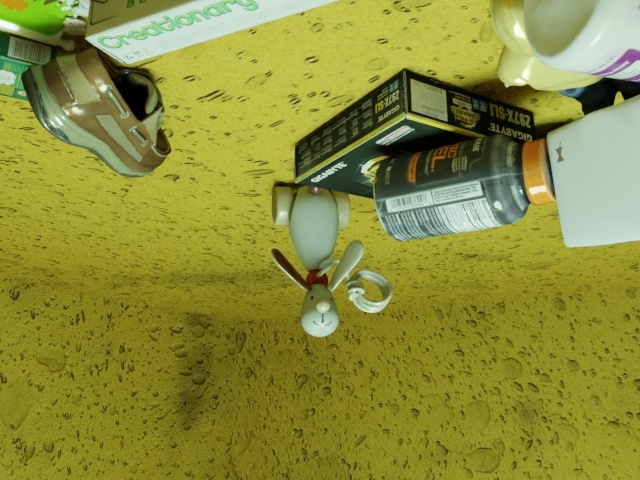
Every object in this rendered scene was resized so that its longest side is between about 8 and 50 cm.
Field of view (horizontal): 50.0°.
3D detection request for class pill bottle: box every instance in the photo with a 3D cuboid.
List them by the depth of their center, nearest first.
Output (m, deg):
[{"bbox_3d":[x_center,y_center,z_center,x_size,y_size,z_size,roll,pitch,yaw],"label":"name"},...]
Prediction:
[{"bbox_3d":[0.361,-0.225,0.632,0.302,0.169,0.169,5,165,-12],"label":"pill bottle"},{"bbox_3d":[0.211,-0.078,0.988,0.246,0.130,0.130,-10,162,32],"label":"pill bottle"}]

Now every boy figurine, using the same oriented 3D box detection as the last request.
[{"bbox_3d":[0.280,-0.223,0.800,0.285,0.092,0.177,15,160,-40],"label":"boy figurine"}]

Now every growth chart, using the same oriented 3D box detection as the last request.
[{"bbox_3d":[-0.326,-0.283,0.761,0.172,0.021,0.237,8,165,-28],"label":"growth chart"}]

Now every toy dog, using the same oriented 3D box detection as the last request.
[{"bbox_3d":[0.000,0.000,1.337,0.220,0.333,0.161,-20,153,-18],"label":"toy dog"}]

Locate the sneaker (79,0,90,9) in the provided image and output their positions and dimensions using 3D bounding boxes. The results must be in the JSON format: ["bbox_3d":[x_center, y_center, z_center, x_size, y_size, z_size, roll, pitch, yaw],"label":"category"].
[{"bbox_3d":[-0.148,-0.267,0.735,0.212,0.080,0.094,1,-175,-8],"label":"sneaker"}]

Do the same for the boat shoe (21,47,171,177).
[{"bbox_3d":[-0.276,-0.176,0.967,0.120,0.122,0.324,-29,172,6],"label":"boat shoe"}]

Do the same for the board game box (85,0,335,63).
[{"bbox_3d":[-0.036,-0.256,0.498,0.305,0.192,0.053,-7,163,28],"label":"board game box"}]

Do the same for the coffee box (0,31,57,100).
[{"bbox_3d":[-0.450,-0.238,0.898,0.184,0.040,0.113,9,162,-27],"label":"coffee box"}]

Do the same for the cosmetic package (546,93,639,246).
[{"bbox_3d":[0.546,-0.106,0.839,0.454,0.161,0.230,-8,178,-10],"label":"cosmetic package"}]

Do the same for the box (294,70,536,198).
[{"bbox_3d":[0.143,-0.148,1.123,0.257,0.079,0.322,8,164,-30],"label":"box"}]
